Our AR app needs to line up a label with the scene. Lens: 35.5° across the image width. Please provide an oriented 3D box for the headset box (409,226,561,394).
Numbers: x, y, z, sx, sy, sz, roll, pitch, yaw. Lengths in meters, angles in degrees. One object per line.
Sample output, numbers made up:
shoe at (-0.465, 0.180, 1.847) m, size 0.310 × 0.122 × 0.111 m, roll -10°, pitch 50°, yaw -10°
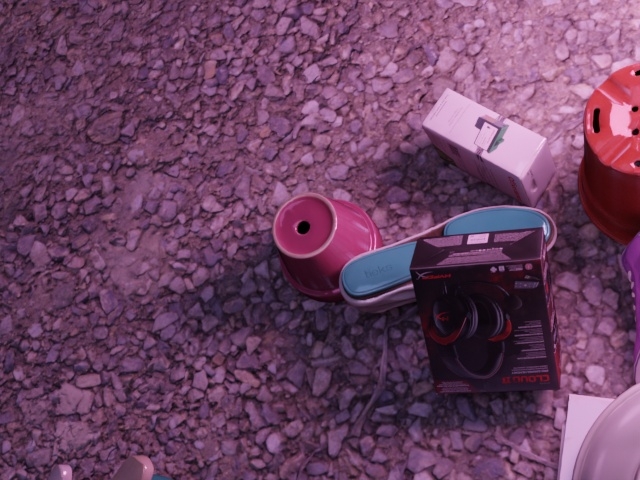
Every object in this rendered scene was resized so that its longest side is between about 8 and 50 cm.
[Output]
headset box at (0.288, 0.136, 1.695) m, size 0.218 × 0.293 × 0.110 m, roll -4°, pitch 29°, yaw 18°

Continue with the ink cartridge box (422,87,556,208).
ink cartridge box at (0.314, -0.168, 1.839) m, size 0.219 × 0.160 × 0.093 m, roll 32°, pitch 85°, yaw 26°

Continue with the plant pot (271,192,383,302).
plant pot at (0.000, 0.000, 1.887) m, size 0.201 × 0.180 × 0.201 m, roll -6°, pitch 70°, yaw 18°

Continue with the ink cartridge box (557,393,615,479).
ink cartridge box at (0.519, 0.363, 1.553) m, size 0.270 × 0.198 × 0.197 m, roll 4°, pitch 75°, yaw 23°

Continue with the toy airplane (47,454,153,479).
toy airplane at (-0.421, 0.598, 1.818) m, size 0.386 × 0.272 × 0.385 m, roll -29°, pitch 44°, yaw 54°

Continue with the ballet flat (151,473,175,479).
ballet flat at (-0.200, 0.542, 1.827) m, size 0.342 × 0.116 × 0.124 m, roll 16°, pitch 97°, yaw 21°

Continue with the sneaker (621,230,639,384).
sneaker at (0.560, 0.104, 1.670) m, size 0.161 × 0.102 × 0.282 m, roll -133°, pitch 49°, yaw -59°

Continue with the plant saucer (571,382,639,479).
plant saucer at (0.544, 0.365, 1.377) m, size 0.400 × 0.100 × 0.401 m, roll -7°, pitch 71°, yaw 19°

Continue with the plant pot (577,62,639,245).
plant pot at (0.557, -0.152, 1.681) m, size 0.272 × 0.265 × 0.273 m, roll -7°, pitch 70°, yaw 19°

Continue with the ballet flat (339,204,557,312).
ballet flat at (0.232, 0.041, 1.816) m, size 0.400 × 0.139 × 0.139 m, roll -17°, pitch 66°, yaw 10°
